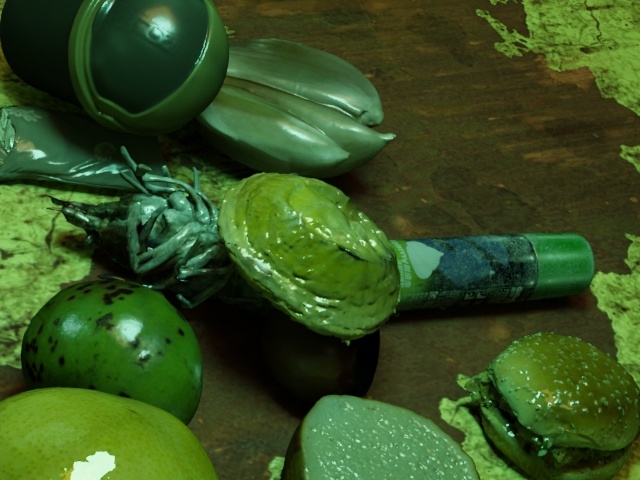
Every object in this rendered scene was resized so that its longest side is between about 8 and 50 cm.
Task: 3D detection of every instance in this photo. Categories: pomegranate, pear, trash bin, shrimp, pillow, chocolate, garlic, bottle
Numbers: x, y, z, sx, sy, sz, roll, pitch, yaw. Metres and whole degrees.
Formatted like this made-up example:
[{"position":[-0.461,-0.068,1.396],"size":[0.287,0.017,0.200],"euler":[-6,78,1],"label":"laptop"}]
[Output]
[{"position":[-0.228,0.157,1.669],"size":[0.202,0.202,0.248],"euler":[27,66,7],"label":"pomegranate"},{"position":[-0.236,0.278,1.426],"size":[0.314,0.314,0.314],"euler":[13,39,-11],"label":"pear"},{"position":[-0.254,-0.251,2.024],"size":[0.214,0.214,0.334],"euler":[-13,24,-37],"label":"trash bin"},{"position":[-0.129,0.012,1.907],"size":[0.411,0.166,0.221],"euler":[30,34,-10],"label":"shrimp"},{"position":[-0.320,-0.125,2.048],"size":[0.255,0.059,0.169],"euler":[4,38,-20],"label":"pillow"},{"position":[-0.007,0.128,1.849],"size":[0.133,0.124,0.127],"euler":[4,36,25],"label":"chocolate"},{"position":[-0.053,-0.183,2.184],"size":[0.325,0.132,0.279],"euler":[21,38,3],"label":"garlic"},{"position":[0.202,0.039,2.072],"size":[0.330,0.093,0.093],"euler":[-3,44,-28],"label":"bottle"}]

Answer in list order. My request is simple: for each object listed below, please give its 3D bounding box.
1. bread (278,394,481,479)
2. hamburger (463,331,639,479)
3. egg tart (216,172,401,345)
[{"position":[0.066,0.273,1.745],"size":[0.236,0.070,0.236],"euler":[14,38,-11],"label":"bread"},{"position":[0.299,0.193,1.911],"size":[0.215,0.122,0.189],"euler":[-5,43,-33],"label":"hamburger"},{"position":[0.000,0.000,1.813],"size":[0.232,0.098,0.252],"euler":[-3,51,-43],"label":"egg tart"}]
